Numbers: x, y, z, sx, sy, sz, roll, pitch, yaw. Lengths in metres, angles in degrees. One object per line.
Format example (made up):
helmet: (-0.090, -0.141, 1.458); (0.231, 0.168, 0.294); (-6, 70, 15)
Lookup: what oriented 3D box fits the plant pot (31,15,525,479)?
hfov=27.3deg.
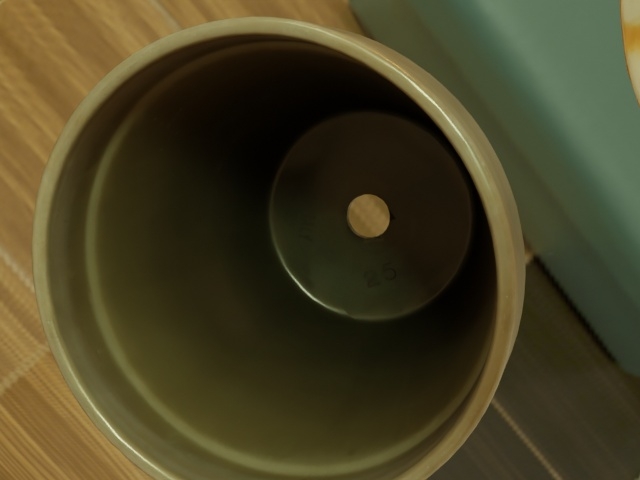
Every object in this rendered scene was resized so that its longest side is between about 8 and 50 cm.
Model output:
plant pot: (0.000, 0.000, 0.951); (0.323, 0.280, 0.323); (3, 101, 16)

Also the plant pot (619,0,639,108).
plant pot: (0.182, -0.078, 0.364); (0.188, 0.205, 0.205); (-27, 97, -47)
